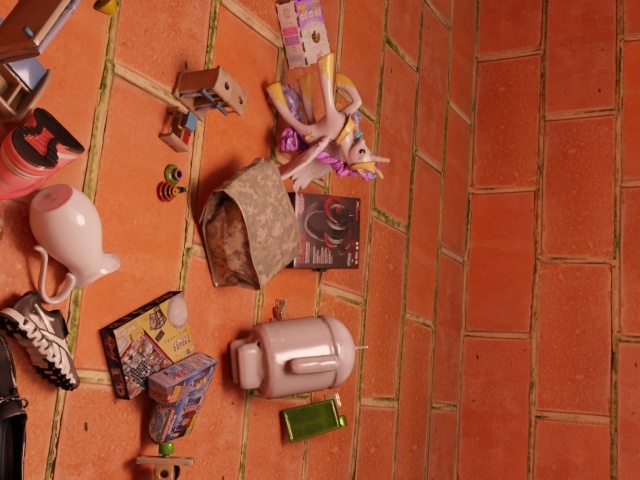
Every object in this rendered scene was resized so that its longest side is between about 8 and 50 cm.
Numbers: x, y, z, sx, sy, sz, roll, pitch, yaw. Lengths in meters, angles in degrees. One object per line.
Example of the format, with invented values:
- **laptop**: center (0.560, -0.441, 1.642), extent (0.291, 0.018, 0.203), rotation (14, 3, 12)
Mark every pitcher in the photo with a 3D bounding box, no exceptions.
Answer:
- **pitcher**: center (-0.498, 0.010, 1.561), extent (0.178, 0.125, 0.207), rotation (-47, 142, -32)

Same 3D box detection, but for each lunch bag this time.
- **lunch bag**: center (-0.183, -0.050, 2.058), extent (0.235, 0.169, 0.287), rotation (-43, 130, -53)

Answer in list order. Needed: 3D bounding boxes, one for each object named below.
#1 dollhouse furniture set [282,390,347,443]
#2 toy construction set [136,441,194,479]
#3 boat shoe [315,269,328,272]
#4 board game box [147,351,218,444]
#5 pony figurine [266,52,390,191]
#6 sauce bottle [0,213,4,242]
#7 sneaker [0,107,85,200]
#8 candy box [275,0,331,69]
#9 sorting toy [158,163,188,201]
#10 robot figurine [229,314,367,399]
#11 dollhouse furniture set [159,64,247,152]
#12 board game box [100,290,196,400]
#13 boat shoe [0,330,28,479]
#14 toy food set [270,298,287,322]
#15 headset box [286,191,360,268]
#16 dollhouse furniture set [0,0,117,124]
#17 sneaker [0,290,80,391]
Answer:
- **dollhouse furniture set**: center (-0.039, 0.428, 2.398), extent (0.197, 0.151, 0.301), rotation (45, 30, -77)
- **toy construction set**: center (-0.304, 0.548, 1.691), extent (0.257, 0.309, 0.237), rotation (38, 55, -64)
- **boat shoe**: center (0.000, 0.000, 2.475), extent (0.065, 0.075, 0.206), rotation (-30, 119, -61)
- **board game box**: center (-0.334, 0.358, 1.834), extent (0.194, 0.060, 0.194), rotation (11, 102, -67)
- **pony figurine**: center (-0.011, -0.289, 2.259), extent (0.303, 0.351, 0.363), rotation (-21, 88, -63)
- **sauce bottle**: center (-0.666, -0.002, 1.259), extent (0.344, 0.111, 0.111), rotation (-17, 104, -58)
- **sneaker**: center (-0.538, -0.151, 1.473), extent (0.116, 0.136, 0.314), rotation (47, 10, -12)
- **candy box**: center (-0.049, -0.627, 2.421), extent (0.165, 0.070, 0.196), rotation (-38, 121, -55)
- **sorting toy**: center (-0.342, -0.133, 1.904), extent (0.061, 0.042, 0.102), rotation (52, 45, -47)
- **robot figurine**: center (-0.058, 0.305, 2.131), extent (0.354, 0.300, 0.199), rotation (-5, 98, -22)
- **dollhouse furniture set**: center (-0.277, -0.300, 1.939), extent (0.129, 0.129, 0.183), rotation (42, 52, -52)
- **board game box**: center (-0.382, 0.231, 1.817), extent (0.243, 0.042, 0.165), rotation (-31, 116, -57)
- **boat shoe**: center (-0.566, 0.318, 1.414), extent (0.127, 0.113, 0.340), rotation (14, 76, -59)
- **toy food set**: center (-0.118, 0.221, 2.309), extent (0.078, 0.019, 0.122), rotation (34, 60, -55)
- **headset box**: center (-0.023, -0.025, 2.335), extent (0.293, 0.110, 0.218), rotation (3, 88, -43)
- **dollhouse furniture set**: center (-0.495, -0.295, 1.376), extent (0.198, 0.303, 0.286), rotation (55, 43, -43)
- **sneaker**: center (-0.516, 0.189, 1.545), extent (0.106, 0.078, 0.234), rotation (-60, 136, -39)
